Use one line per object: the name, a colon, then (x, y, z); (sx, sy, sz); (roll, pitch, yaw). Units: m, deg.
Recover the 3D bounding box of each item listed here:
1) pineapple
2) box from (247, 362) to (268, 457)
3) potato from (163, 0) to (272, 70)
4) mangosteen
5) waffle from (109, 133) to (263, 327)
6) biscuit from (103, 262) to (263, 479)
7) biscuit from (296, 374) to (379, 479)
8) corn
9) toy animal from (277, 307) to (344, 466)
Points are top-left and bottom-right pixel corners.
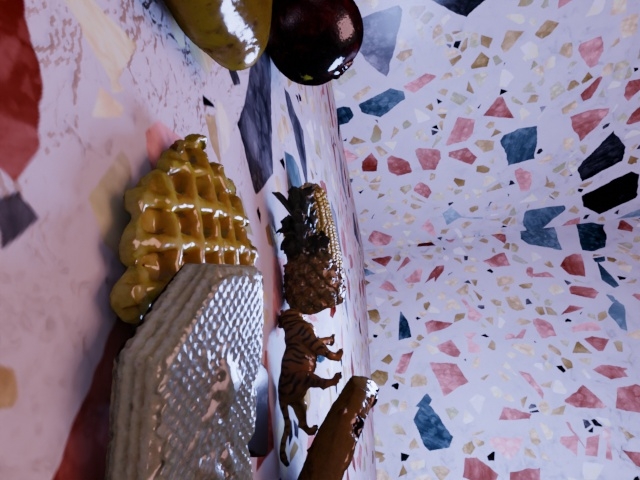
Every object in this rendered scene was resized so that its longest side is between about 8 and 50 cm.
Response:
pineapple: (-0.027, 0.017, 0.860); (0.128, 0.128, 0.248); (-24, 102, -80)
box: (-0.098, 0.208, 0.573); (0.126, 0.027, 0.125); (68, 15, -53)
potato: (-0.126, -0.348, 0.443); (0.195, 0.176, 0.369); (58, -8, 29)
mangosteen: (-0.031, -0.485, 0.994); (0.265, 0.228, 0.228); (50, 15, -7)
waffle: (-0.122, 0.034, 0.470); (0.291, 0.051, 0.291); (-9, 90, -80)
biscuit: (-0.097, 0.142, 0.352); (0.150, 0.052, 0.252); (17, 75, -69)
biscuit: (0.016, 0.356, 0.729); (0.296, 0.075, 0.296); (-59, 163, -31)
corn: (0.000, 0.000, 1.092); (0.106, 0.106, 0.293); (-64, 145, -74)
toy animal: (-0.036, 0.244, 0.745); (0.114, 0.116, 0.255); (123, -20, -66)
